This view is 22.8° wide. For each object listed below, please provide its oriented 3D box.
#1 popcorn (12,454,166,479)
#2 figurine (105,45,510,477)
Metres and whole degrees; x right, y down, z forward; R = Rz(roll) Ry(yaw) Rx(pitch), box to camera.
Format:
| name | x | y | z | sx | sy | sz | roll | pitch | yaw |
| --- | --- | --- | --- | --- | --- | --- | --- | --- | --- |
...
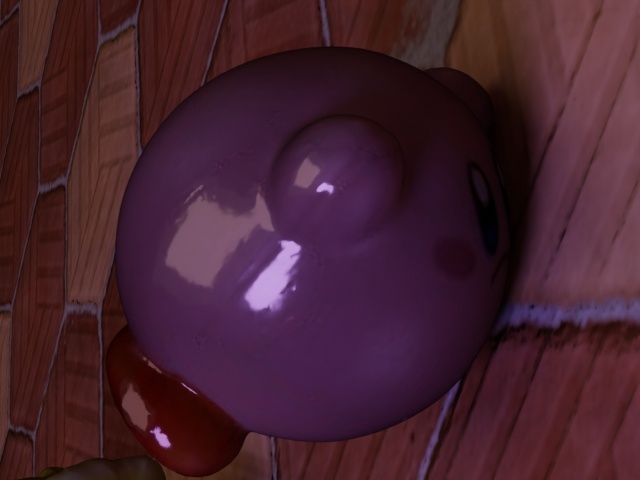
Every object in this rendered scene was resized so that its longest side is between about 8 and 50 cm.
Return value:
| name | x | y | z | sx | sy | sz | roll | pitch | yaw |
| --- | --- | --- | --- | --- | --- | --- | --- | --- | --- |
| popcorn | -0.138 | 0.223 | 0.917 | 0.235 | 0.181 | 0.216 | -56 | 31 | 37 |
| figurine | 0.000 | 0.000 | 0.666 | 0.173 | 0.173 | 0.173 | -172 | 90 | -70 |
